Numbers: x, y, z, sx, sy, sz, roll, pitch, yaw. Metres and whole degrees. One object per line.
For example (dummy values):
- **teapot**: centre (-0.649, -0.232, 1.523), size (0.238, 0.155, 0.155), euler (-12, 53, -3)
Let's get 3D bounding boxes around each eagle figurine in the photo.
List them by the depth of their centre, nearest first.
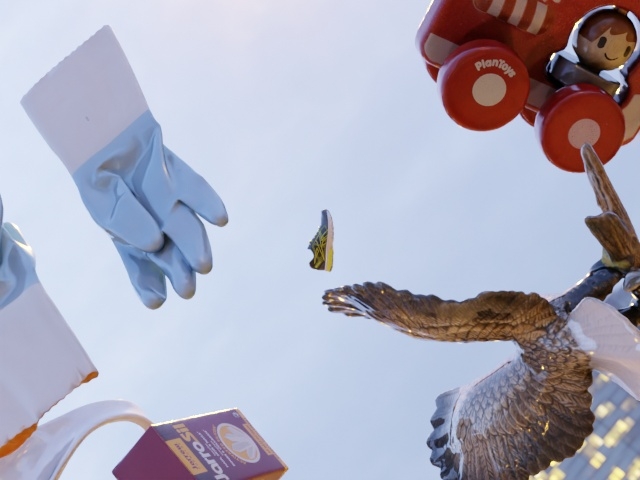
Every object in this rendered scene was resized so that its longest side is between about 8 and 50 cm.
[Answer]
- **eagle figurine**: centre (0.175, 0.095, 1.110), size (0.298, 0.226, 0.225), euler (-29, -31, 14)

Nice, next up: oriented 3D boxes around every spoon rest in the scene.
- **spoon rest**: centre (-0.313, 0.255, 1.391), size (0.276, 0.137, 0.084), euler (-24, -53, -28)

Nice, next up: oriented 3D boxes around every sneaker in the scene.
- **sneaker**: centre (0.000, 0.000, 1.591), size (0.031, 0.035, 0.083), euler (67, -157, -86)

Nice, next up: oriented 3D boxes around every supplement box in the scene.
- **supplement box**: centre (-0.135, 0.265, 1.403), size (0.081, 0.104, 0.188), euler (-51, -21, 17)

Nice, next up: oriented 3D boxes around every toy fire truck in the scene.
- **toy fire truck**: centre (0.267, -0.239, 1.380), size (0.169, 0.302, 0.254), euler (-97, 31, -63)

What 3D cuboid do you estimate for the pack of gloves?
- **pack of gloves**: centre (-0.158, -0.002, 0.774), size (0.195, 0.232, 0.046), euler (-39, -38, 5)
